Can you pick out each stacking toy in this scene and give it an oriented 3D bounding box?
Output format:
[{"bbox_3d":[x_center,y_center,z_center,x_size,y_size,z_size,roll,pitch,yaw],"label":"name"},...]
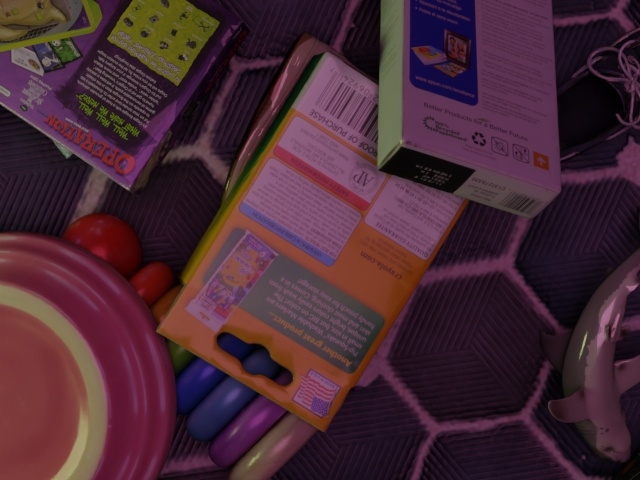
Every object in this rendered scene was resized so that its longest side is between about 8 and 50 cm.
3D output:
[{"bbox_3d":[-0.143,0.103,1.780,0.141,0.141,0.330,-45,87,-2],"label":"stacking toy"}]

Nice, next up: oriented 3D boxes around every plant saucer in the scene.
[{"bbox_3d":[-0.312,0.159,1.728,0.332,0.084,0.332,2,98,16],"label":"plant saucer"}]

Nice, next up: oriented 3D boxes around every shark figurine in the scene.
[{"bbox_3d":[0.286,0.092,1.817,0.166,0.116,0.278,8,100,-37],"label":"shark figurine"}]

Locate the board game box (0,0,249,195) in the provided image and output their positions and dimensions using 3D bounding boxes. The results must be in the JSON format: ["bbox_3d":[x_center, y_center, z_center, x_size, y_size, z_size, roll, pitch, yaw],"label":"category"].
[{"bbox_3d":[-0.269,-0.224,1.749,0.346,0.056,0.208,34,85,11],"label":"board game box"}]

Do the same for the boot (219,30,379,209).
[{"bbox_3d":[0.001,-0.089,1.802,0.165,0.077,0.213,28,90,-7],"label":"boot"}]

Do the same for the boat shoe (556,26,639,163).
[{"bbox_3d":[0.303,-0.154,1.816,0.254,0.079,0.095,-29,93,-3],"label":"boat shoe"}]

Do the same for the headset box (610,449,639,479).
[{"bbox_3d":[0.354,0.374,1.813,0.218,0.110,0.293,43,89,-7],"label":"headset box"}]

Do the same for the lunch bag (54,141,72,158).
[{"bbox_3d":[-0.253,-0.137,1.793,0.083,0.053,0.071,-40,96,-12],"label":"lunch bag"}]

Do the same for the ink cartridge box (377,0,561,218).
[{"bbox_3d":[0.148,-0.207,1.732,0.175,0.069,0.371,17,56,-20],"label":"ink cartridge box"}]

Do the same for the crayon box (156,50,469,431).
[{"bbox_3d":[0.000,0.000,1.727,0.203,0.083,0.323,32,88,-9],"label":"crayon box"}]
